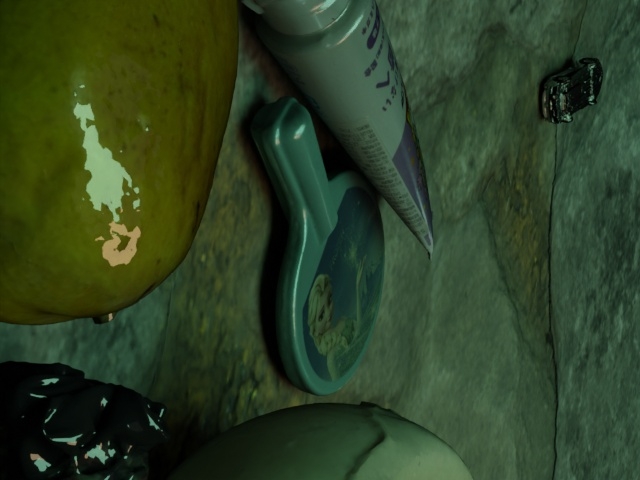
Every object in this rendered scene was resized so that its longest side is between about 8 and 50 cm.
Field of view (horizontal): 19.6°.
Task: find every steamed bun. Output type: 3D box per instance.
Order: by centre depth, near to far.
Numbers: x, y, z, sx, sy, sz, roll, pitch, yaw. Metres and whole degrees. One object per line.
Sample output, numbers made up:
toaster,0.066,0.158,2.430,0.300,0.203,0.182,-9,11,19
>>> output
steamed bun,-0.027,0.227,1.054,0.283,0.177,0.283,-17,110,-60

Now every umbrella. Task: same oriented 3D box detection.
umbrella,-0.141,0.197,0.902,0.122,0.110,0.272,24,75,-65

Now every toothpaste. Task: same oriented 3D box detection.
toothpaste,0.025,-0.099,1.179,0.299,0.073,0.114,54,22,-56

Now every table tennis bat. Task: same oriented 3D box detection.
table tennis bat,0.000,0.000,1.200,0.149,0.038,0.237,-62,150,-35

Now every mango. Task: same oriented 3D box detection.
mango,-0.112,-0.087,0.861,0.167,0.130,0.262,46,51,-51

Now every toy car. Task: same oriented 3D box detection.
toy car,0.216,-0.130,1.585,0.093,0.025,0.041,-34,128,-51
